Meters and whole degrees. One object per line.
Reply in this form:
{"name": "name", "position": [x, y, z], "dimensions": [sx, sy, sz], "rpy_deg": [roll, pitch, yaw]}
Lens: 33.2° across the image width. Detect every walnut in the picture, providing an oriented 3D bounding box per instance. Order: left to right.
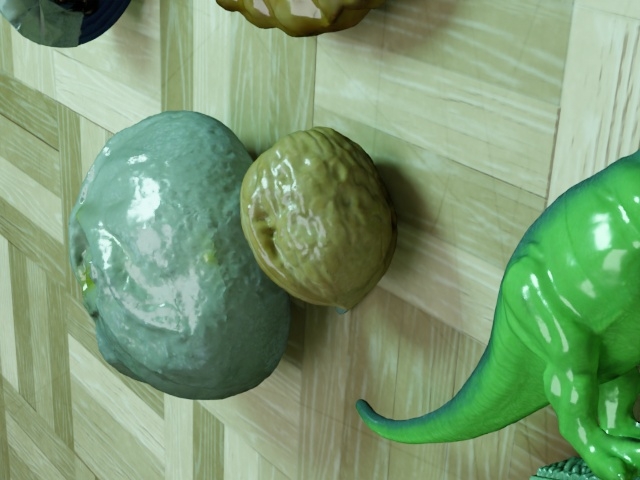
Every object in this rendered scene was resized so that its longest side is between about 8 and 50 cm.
{"name": "walnut", "position": [0.000, -0.017, 1.069], "dimensions": [0.155, 0.155, 0.184], "rpy_deg": [-41, 67, 52]}

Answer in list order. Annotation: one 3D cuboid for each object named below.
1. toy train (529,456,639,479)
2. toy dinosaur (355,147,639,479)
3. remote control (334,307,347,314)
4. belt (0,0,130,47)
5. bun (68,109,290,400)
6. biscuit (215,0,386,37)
{"name": "toy train", "position": [0.243, 0.234, 0.901], "dimensions": [0.172, 0.070, 0.099], "rpy_deg": [-5, 91, 56]}
{"name": "toy dinosaur", "position": [0.162, 0.008, 0.874], "dimensions": [0.500, 0.144, 0.374], "rpy_deg": [-2, 95, 49]}
{"name": "remote control", "position": [0.000, 0.000, 1.184], "dimensions": [0.162, 0.029, 0.061], "rpy_deg": [58, 144, 15]}
{"name": "belt", "position": [-0.314, -0.413, 1.312], "dimensions": [0.117, 0.212, 0.346], "rpy_deg": [44, 130, 34]}
{"name": "bun", "position": [-0.176, 0.022, 1.251], "dimensions": [0.362, 0.211, 0.361], "rpy_deg": [166, 90, -71]}
{"name": "biscuit", "position": [-0.019, -0.354, 1.009], "dimensions": [0.326, 0.107, 0.325], "rpy_deg": [26, 128, 40]}
